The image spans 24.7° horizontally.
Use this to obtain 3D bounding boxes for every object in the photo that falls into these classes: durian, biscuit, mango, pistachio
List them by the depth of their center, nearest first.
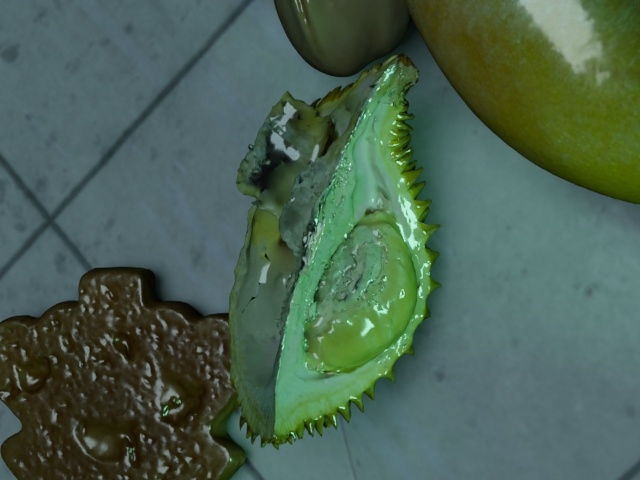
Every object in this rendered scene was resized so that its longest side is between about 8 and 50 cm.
[{"bbox_3d":[0.179,-0.181,1.032,0.221,0.199,0.384,-31,79,-22],"label":"mango"},{"bbox_3d":[0.000,0.000,1.120,0.172,0.166,0.306,23,96,24],"label":"durian"},{"bbox_3d":[0.018,-0.237,1.139,0.135,0.136,0.226,-4,82,22],"label":"pistachio"},{"bbox_3d":[-0.175,0.173,1.251,0.278,0.043,0.301,3,90,20],"label":"biscuit"}]
